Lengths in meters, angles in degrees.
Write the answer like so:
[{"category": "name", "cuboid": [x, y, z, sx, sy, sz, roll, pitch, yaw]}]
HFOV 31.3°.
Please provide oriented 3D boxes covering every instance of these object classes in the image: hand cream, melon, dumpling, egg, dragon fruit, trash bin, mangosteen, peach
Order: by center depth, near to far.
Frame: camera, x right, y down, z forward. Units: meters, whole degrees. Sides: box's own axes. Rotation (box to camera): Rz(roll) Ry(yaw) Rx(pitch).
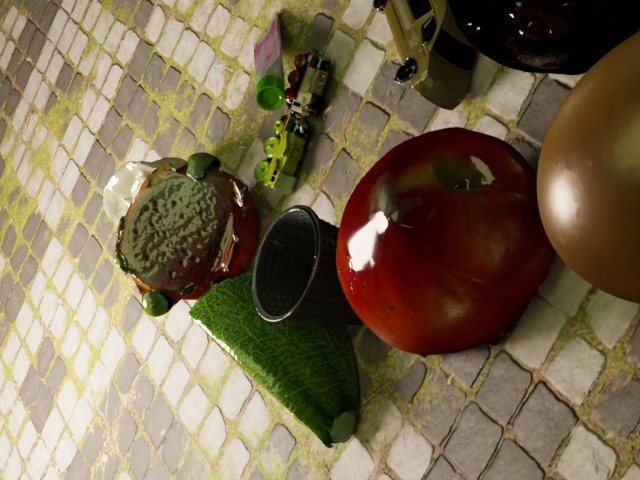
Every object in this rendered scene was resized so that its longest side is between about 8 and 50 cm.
[{"category": "egg", "cuboid": [0.384, -0.085, 1.159, 0.351, 0.283, 0.282, -44, 46, 26]}, {"category": "mangosteen", "cuboid": [0.284, -0.351, 1.429, 0.287, 0.233, 0.287, 180, 90, -69]}, {"category": "peach", "cuboid": [0.160, 0.019, 1.509, 0.338, 0.281, 0.281, 95, 161, -50]}, {"category": "trash bin", "cuboid": [0.011, 0.049, 1.676, 0.175, 0.161, 0.175, -28, 54, 49]}, {"category": "melon", "cuboid": [-0.046, 0.170, 1.747, 0.323, 0.196, 0.124, 42, 145, 42]}, {"category": "dragon fruit", "cuboid": [-0.232, -0.005, 1.990, 0.268, 0.130, 0.295, 27, 89, 11]}, {"category": "hand cream", "cuboid": [-0.093, -0.311, 2.003, 0.079, 0.050, 0.275, -27, 32, 14]}, {"category": "dumpling", "cuboid": [-0.313, -0.085, 2.124, 0.252, 0.179, 0.131, -27, 56, 43]}]

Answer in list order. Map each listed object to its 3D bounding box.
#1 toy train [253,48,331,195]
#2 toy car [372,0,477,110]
[{"category": "toy train", "cuboid": [-0.042, -0.204, 1.936, 0.085, 0.053, 0.249, 22, 93, 45]}, {"category": "toy car", "cuboid": [0.164, -0.316, 1.675, 0.124, 0.101, 0.256, -41, 47, 31]}]
